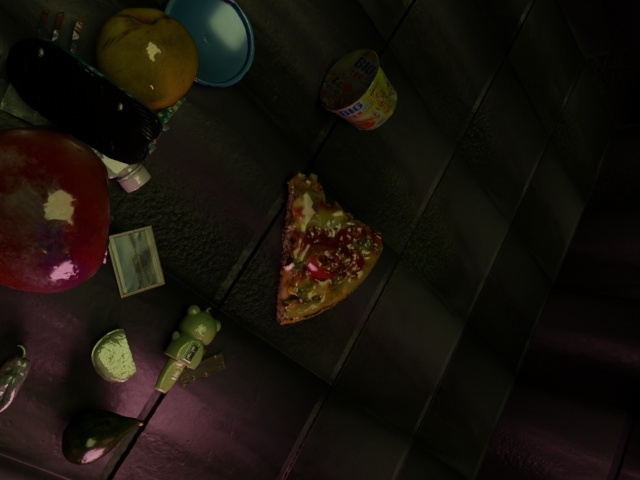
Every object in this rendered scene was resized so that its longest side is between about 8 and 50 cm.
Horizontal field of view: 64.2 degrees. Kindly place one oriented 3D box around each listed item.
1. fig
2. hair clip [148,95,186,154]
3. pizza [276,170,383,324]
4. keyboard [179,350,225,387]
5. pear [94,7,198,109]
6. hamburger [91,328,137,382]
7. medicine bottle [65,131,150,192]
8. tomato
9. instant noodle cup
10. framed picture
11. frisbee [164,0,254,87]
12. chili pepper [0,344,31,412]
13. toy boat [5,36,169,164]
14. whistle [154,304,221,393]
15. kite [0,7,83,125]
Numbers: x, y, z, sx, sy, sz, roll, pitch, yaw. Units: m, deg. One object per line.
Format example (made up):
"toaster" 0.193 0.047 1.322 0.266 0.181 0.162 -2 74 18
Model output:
"fig" -0.479 0.420 1.132 0.178 0.117 0.117 -16 105 -54
"hair clip" -0.368 -0.277 1.188 0.049 0.049 0.172 39 71 -35
"pizza" 0.000 0.000 1.462 0.440 0.130 0.405 -38 118 -31
"keyboard" -0.305 0.331 1.317 0.129 0.015 0.049 -18 100 -36
"pear" -0.366 -0.378 1.084 0.209 0.209 0.208 -4 97 -39
"hamburger" -0.472 0.265 1.153 0.084 0.054 0.121 -16 102 -33
"medicine bottle" -0.453 -0.195 1.111 0.119 0.069 0.183 -46 119 -22
"tomato" -0.540 -0.038 0.955 0.290 0.176 0.334 2 104 -24
"instant noodle cup" 0.118 -0.427 1.487 0.153 0.205 0.204 32 74 -47
"framed picture" -0.430 0.048 1.190 0.109 0.011 0.148 -19 106 -36
"frisbee" -0.272 -0.494 1.245 0.242 0.045 0.241 -5 98 -39
"chili pepper" -0.631 0.288 1.031 0.050 0.041 0.153 23 77 5
"toy boat" -0.455 -0.279 1.010 0.299 0.092 0.134 36 111 -14
"whistle" -0.328 0.263 1.246 0.105 0.085 0.227 42 67 -33
"kite" -0.546 -0.350 1.030 0.141 0.015 0.244 12 82 -16
